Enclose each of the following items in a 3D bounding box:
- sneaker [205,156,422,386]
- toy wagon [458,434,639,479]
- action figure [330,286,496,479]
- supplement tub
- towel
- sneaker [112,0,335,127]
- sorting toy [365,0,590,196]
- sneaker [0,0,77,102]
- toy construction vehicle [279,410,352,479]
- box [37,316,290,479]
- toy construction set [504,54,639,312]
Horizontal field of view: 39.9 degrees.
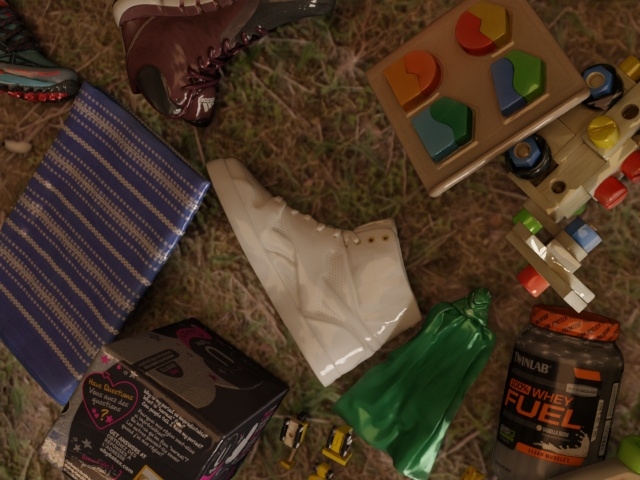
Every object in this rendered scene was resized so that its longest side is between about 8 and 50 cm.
[{"bbox_3d":[0.000,0.000,1.018,0.169,0.108,0.292,-31,81,-1],"label":"sneaker"},{"bbox_3d":[0.289,0.325,0.858,0.344,0.068,0.267,21,105,7],"label":"toy wagon"},{"bbox_3d":[0.123,0.144,0.978,0.137,0.063,0.232,35,116,8],"label":"action figure"},{"bbox_3d":[0.254,0.170,0.942,0.117,0.117,0.190,10,94,13],"label":"supplement tub"},{"bbox_3d":[-0.298,0.001,1.075,0.243,0.040,0.336,40,103,27],"label":"towel"},{"bbox_3d":[-0.109,-0.216,1.035,0.281,0.106,0.162,0,97,24],"label":"sneaker"},{"bbox_3d":[0.155,-0.173,0.939,0.193,0.038,0.208,-34,54,17],"label":"sorting toy"},{"bbox_3d":[-0.415,-0.255,1.100,0.262,0.104,0.125,20,95,12],"label":"sneaker"},{"bbox_3d":[-0.004,0.244,1.039,0.086,0.035,0.098,23,117,22],"label":"toy construction vehicle"},{"bbox_3d":[-0.161,0.193,0.978,0.163,0.247,0.142,35,98,10],"label":"box"},{"bbox_3d":[0.311,-0.070,0.886,0.328,0.151,0.215,-38,60,-2],"label":"toy construction set"}]
